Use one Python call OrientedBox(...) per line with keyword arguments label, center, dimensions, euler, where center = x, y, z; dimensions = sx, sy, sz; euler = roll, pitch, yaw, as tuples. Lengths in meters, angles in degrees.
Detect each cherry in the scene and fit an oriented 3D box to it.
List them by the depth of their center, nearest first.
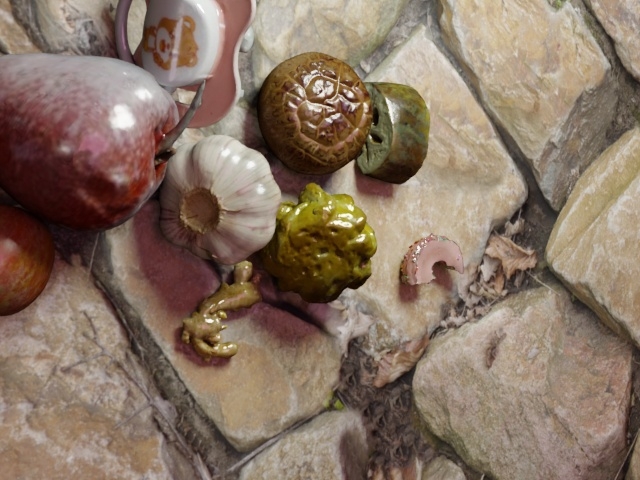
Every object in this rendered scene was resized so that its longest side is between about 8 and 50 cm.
OrientedBox(label="cherry", center=(-0.394, -0.178, 1.241), dimensions=(0.326, 0.335, 0.291), euler=(-34, 148, -52))

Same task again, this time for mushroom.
OrientedBox(label="mushroom", center=(-0.012, -0.262, 1.538), dimensions=(0.253, 0.153, 0.253), euler=(0, 92, -19))

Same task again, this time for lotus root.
OrientedBox(label="lotus root", center=(0.155, -0.245, 1.647), dimensions=(0.119, 0.138, 0.234), euler=(0, 85, -39))

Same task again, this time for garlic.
OrientedBox(label="garlic", center=(-0.169, -0.094, 1.437), dimensions=(0.253, 0.245, 0.245), euler=(-41, 113, -58))

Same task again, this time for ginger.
OrientedBox(label="ginger", center=(-0.194, 0.145, 1.487), dimensions=(0.176, 0.052, 0.193), euler=(-9, 96, -34))

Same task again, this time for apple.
OrientedBox(label="apple", center=(-0.533, 0.027, 1.219), dimensions=(0.188, 0.188, 0.173), euler=(29, 71, -26))

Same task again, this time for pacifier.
OrientedBox(label="pacifier", center=(-0.224, -0.373, 1.373), dimensions=(0.273, 0.220, 0.332), euler=(-1, 115, -31))

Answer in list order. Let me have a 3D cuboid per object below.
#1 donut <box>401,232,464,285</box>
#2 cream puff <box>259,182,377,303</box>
OrientedBox(label="donut", center=(0.254, 0.039, 1.731), dimensions=(0.166, 0.065, 0.117), euler=(-12, 97, -30))
OrientedBox(label="cream puff", center=(-0.002, 0.005, 1.512), dimensions=(0.244, 0.196, 0.244), euler=(-16, 141, -13))
